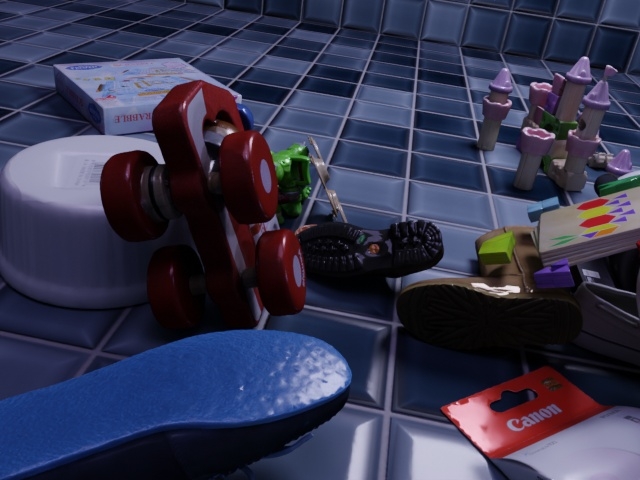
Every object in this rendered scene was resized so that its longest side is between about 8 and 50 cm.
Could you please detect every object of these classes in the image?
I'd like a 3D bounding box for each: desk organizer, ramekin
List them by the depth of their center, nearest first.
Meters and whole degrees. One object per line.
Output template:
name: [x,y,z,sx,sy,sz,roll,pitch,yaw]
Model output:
ramekin: [-0.295,-0.040,0.852,0.277,0.135,0.277,6,29,-3]
desk organizer: [0.401,0.056,0.943,0.047,0.050,0.130,11,29,5]

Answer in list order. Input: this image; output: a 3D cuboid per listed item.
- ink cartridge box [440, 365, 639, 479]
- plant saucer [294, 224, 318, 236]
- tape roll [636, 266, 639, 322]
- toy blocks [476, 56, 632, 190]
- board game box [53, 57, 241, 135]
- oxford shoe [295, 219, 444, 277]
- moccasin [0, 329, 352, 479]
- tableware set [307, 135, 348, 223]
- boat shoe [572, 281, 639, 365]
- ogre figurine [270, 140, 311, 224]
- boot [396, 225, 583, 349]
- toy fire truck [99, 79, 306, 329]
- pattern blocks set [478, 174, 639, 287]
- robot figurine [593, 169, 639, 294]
ink cartridge box: [0.270,0.207,0.641,0.189,0.066,0.232,-11,38,-30]
plant saucer: [0.000,0.000,0.980,0.083,0.013,0.083,7,29,-4]
tape roll: [0.547,0.120,0.694,0.391,0.072,0.392,9,53,-12]
toy blocks: [0.541,-0.277,1.360,0.308,0.260,0.289,2,29,-11]
board game box: [-0.398,-0.338,1.427,0.318,0.066,0.318,-14,36,-34]
oxford shoe: [0.064,0.024,0.900,0.227,0.096,0.083,1,70,17]
moccasin: [-0.138,0.167,0.546,0.341,0.117,0.138,-8,32,-20]
tableware set: [0.010,-0.086,0.999,0.020,0.169,0.141,-21,19,2]
boat shoe: [0.460,0.117,0.811,0.267,0.088,0.096,17,30,16]
ogre figurine: [-0.061,-0.091,1.019,0.096,0.118,0.197,30,35,34]
boot: [0.236,0.054,0.882,0.236,0.089,0.269,6,22,10]
toy fire truck: [-0.116,-0.050,0.763,0.169,0.302,0.254,-9,31,11]
pattern blocks set: [0.338,-0.015,0.769,0.285,0.026,0.325,-15,13,32]
robot figurine: [0.518,0.002,0.952,0.173,0.209,0.278,-5,28,11]
